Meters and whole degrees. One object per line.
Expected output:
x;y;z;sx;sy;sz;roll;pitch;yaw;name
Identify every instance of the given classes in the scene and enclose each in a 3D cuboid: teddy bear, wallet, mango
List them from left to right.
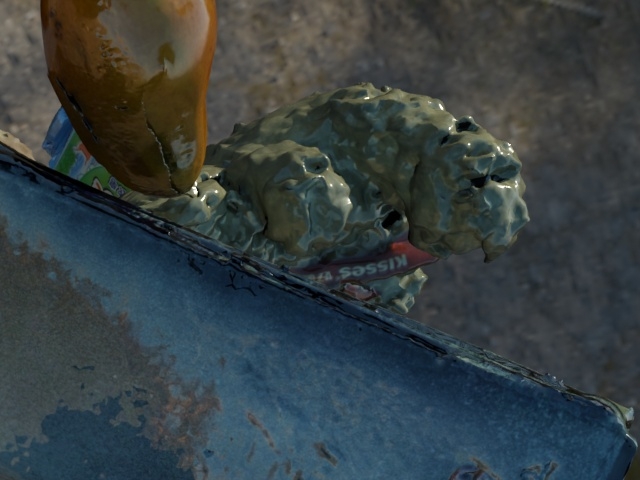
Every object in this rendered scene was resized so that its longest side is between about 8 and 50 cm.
-0.100;-0.094;0.869;0.084;0.159;0.105;-9;47;-17;mango
-0.047;0.094;0.866;0.379;0.190;0.046;23;22;6;wallet
-0.053;0.006;1.444;0.367;0.357;0.224;-27;85;-24;teddy bear

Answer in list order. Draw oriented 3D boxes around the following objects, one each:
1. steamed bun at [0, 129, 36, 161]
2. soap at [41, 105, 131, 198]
-0.281;0.096;1.109;0.324;0.219;0.309;-27;116;-17;steamed bun
-0.181;-0.038;1.771;0.077;0.156;0.293;-18;63;-43;soap
